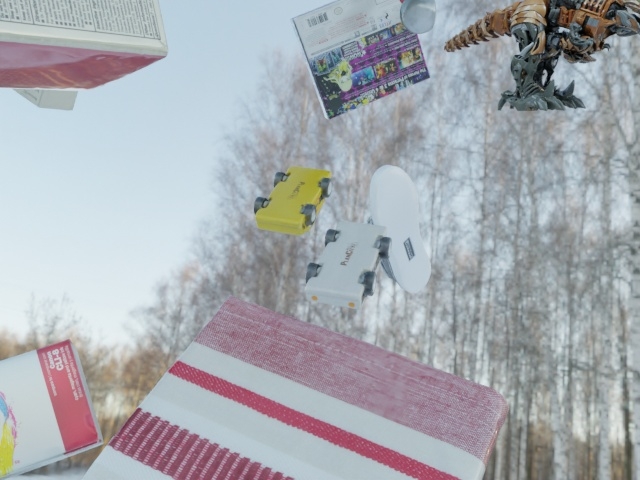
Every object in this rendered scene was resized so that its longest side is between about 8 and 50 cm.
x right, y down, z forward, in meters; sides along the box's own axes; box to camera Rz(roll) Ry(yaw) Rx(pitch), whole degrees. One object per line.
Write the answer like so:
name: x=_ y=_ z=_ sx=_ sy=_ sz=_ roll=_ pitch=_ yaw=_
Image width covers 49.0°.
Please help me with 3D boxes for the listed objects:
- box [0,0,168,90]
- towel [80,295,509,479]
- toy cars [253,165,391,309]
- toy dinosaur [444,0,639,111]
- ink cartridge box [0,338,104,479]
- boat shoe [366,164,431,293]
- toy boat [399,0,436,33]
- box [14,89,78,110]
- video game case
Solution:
box: x=-0.263 y=-0.212 z=0.579 sx=0.126 sy=0.149 sz=0.232 roll=-11 pitch=2 yaw=36
towel: x=-0.041 y=0.183 z=0.438 sx=0.237 sy=0.329 sz=0.037 roll=17 pitch=-46 yaw=21
toy cars: x=0.000 y=0.000 z=1.129 sx=0.176 sy=0.394 sz=0.087 roll=-15 pitch=-54 yaw=-19
toy dinosaur: x=0.367 y=-0.322 z=1.138 sx=0.164 sy=0.219 sz=0.322 roll=-10 pitch=14 yaw=-33
ink cartridge box: x=-0.362 y=0.210 z=0.828 sx=0.176 sy=0.127 sz=0.128 roll=-17 pitch=-11 yaw=-19
boat shoe: x=0.138 y=-0.026 z=1.392 sx=0.102 sy=0.108 sz=0.301 roll=27 pitch=-29 yaw=44
toy boat: x=0.091 y=-0.461 z=1.107 sx=0.267 sy=0.148 sz=0.318 roll=-25 pitch=-33 yaw=28
box: x=-0.567 y=-0.429 z=1.516 sx=0.113 sy=0.275 sz=0.094 roll=31 pitch=19 yaw=26
video game case: x=0.083 y=-0.382 z=1.398 sx=0.232 sy=0.210 sz=0.042 roll=-24 pitch=21 yaw=-5
